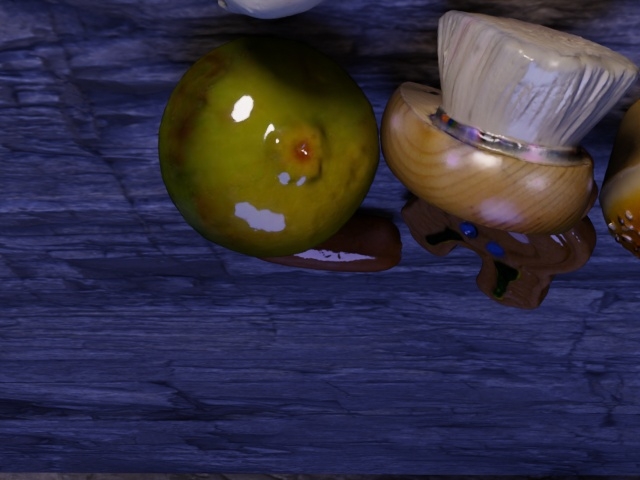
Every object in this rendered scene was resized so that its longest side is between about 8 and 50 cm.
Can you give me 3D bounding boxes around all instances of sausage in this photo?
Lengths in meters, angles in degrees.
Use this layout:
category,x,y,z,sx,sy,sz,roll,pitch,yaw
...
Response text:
category,x,y,z,sx,sy,sz,roll,pitch,yaw
sausage,0.000,0.000,1.515,0.197,0.076,0.076,6,155,-6

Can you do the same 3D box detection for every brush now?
category,x,y,z,sx,sy,sz,roll,pitch,yaw
brush,0.147,-0.124,1.138,0.174,0.166,0.266,1,-159,-33

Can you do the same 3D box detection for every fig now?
category,x,y,z,sx,sy,sz,roll,pitch,yaw
fig,-0.062,-0.094,1.183,0.207,0.207,0.230,25,-175,-42

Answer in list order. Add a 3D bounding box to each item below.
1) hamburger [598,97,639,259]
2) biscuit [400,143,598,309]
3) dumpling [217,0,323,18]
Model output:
category,x,y,z,sx,sy,sz,roll,pitch,yaw
hamburger,0.430,-0.051,1.244,0.300,0.176,0.300,2,158,1
biscuit,0.196,-0.027,1.352,0.202,0.047,0.334,38,155,5
dumpling,-0.015,-0.239,0.963,0.155,0.111,0.181,-24,-152,-22
